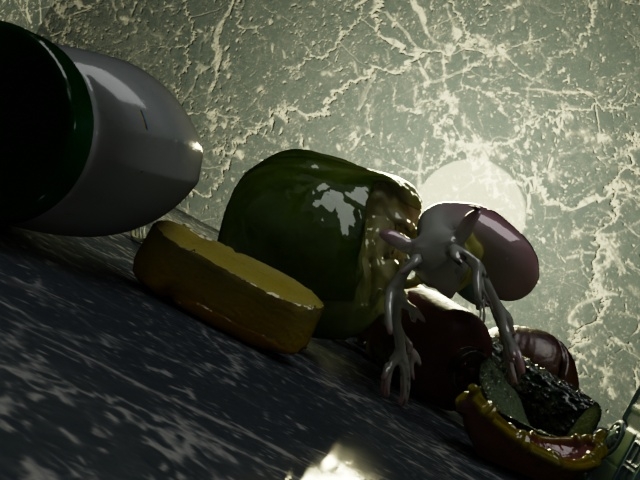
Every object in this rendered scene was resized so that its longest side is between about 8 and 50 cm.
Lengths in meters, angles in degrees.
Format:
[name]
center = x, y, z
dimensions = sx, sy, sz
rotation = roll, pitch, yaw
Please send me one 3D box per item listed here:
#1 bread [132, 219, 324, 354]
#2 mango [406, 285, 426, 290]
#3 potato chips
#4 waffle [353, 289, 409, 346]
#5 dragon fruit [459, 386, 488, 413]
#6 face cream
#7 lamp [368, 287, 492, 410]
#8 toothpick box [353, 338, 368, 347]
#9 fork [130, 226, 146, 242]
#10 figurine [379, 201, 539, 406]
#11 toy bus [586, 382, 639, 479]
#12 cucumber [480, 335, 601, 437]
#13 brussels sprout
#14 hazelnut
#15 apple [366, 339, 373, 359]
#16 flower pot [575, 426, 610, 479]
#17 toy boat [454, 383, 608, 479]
[bread]
center = -0.117, 0.065, 1.268
dimensions = 0.245, 0.094, 0.102
rotation = 27, 9, -5
[mango]
center = 0.173, 0.165, 2.285
dimensions = 0.359, 0.187, 0.144
rotation = 36, -44, -30
[potato chips]
center = 0.327, 0.281, 1.570
dimensions = 0.228, 0.059, 0.167
rotation = 44, 0, 22
[waffle]
center = 0.120, 0.148, 1.909
dimensions = 0.229, 0.051, 0.231
rotation = 10, -28, -17
[dragon fruit]
center = 0.277, 0.287, 1.771
dimensions = 0.056, 0.060, 0.083
rotation = 24, -1, -18
[face cream]
center = -0.305, -0.116, 1.181
dimensions = 0.312, 0.219, 0.357
rotation = 10, 2, 12
[lamp]
center = 0.181, 0.179, 1.696
dimensions = 0.180, 0.180, 0.258
rotation = 28, 1, -30
[toothpick box]
center = 0.156, 0.198, 2.078
dimensions = 0.153, 0.101, 0.101
rotation = 29, 0, -11
[fork]
center = -0.291, 0.011, 1.737
dimensions = 0.034, 0.028, 0.219
rotation = 36, 0, -29
[figurine]
center = 0.212, 0.072, 1.482
dimensions = 0.206, 0.284, 0.316
rotation = -15, -5, 32
[toy bus]
center = 0.518, 0.271, 1.423
dimensions = 0.152, 0.312, 0.190
rotation = 28, 0, -4
[cucumber]
center = 0.317, 0.224, 1.734
dimensions = 0.096, 0.096, 0.359
rotation = 28, 5, -45
[brussels sprout]
center = 0.000, 0.000, 1.593
dimensions = 0.315, 0.276, 0.371
rotation = 13, 21, 29
[hazelnut]
center = 0.400, 0.289, 2.035
dimensions = 0.234, 0.218, 0.218
rotation = 8, -6, 16
[apple]
center = 0.128, 0.200, 1.862
dimensions = 0.089, 0.074, 0.089
rotation = 24, -21, 10
[flower pot]
center = 0.524, 0.392, 1.673
dimensions = 0.229, 0.103, 0.108
rotation = 27, -1, -19
[toy boat]
center = 0.282, 0.272, 1.381
dimensions = 0.318, 0.099, 0.141
rotation = 24, -1, -38
